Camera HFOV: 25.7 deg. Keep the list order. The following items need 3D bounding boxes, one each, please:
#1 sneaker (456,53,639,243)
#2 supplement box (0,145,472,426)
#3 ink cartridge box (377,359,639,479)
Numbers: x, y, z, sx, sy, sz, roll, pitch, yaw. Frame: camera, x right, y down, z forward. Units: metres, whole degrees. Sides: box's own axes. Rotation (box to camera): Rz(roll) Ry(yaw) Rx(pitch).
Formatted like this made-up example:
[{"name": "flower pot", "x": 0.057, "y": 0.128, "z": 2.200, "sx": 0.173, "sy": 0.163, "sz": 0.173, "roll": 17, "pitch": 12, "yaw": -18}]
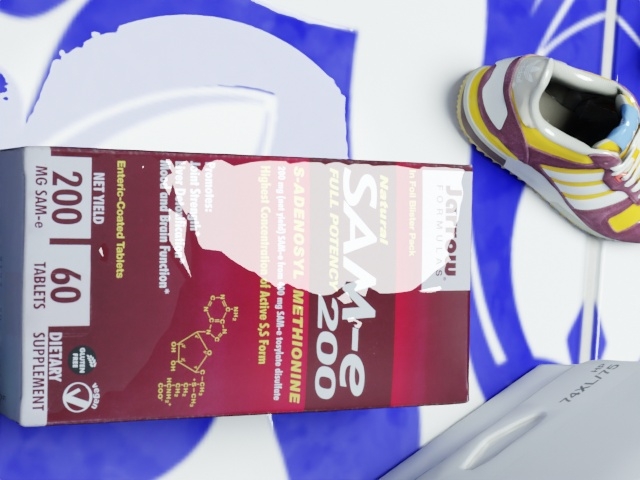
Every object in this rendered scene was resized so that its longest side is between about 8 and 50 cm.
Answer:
[{"name": "sneaker", "x": 0.172, "y": -0.050, "z": 0.844, "sx": 0.185, "sy": 0.084, "sz": 0.070, "roll": 26, "pitch": 74, "yaw": -26}, {"name": "supplement box", "x": -0.042, "y": 0.021, "z": 0.707, "sx": 0.239, "sy": 0.073, "sz": 0.130, "roll": 0, "pitch": 91, "yaw": -27}, {"name": "ink cartridge box", "x": 0.165, "y": 0.227, "z": 0.755, "sx": 0.198, "sy": 0.197, "sz": 0.270, "roll": -30, "pitch": 101, "yaw": -29}]
